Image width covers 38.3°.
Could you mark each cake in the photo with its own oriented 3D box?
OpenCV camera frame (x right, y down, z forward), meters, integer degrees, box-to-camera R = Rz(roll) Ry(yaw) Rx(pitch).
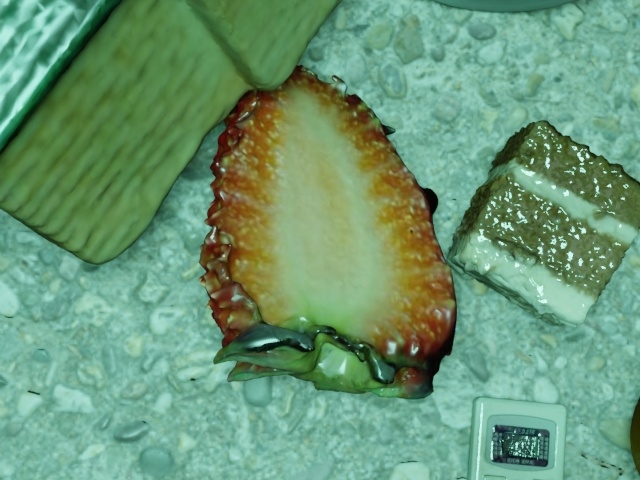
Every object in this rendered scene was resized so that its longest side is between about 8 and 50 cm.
[{"bbox_3d":[0.200,-0.011,0.825,0.135,0.134,0.147,30,90,1],"label":"cake"}]

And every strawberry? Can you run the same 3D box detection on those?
[{"bbox_3d":[0.000,0.000,0.824,0.233,0.138,0.306,13,54,-20],"label":"strawberry"}]

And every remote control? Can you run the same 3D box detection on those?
[{"bbox_3d":[0.174,0.240,0.832,0.087,0.029,0.190,7,81,-3],"label":"remote control"}]

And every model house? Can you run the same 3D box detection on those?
[{"bbox_3d":[-0.210,-0.223,0.674,0.334,0.342,0.382,29,82,24],"label":"model house"}]

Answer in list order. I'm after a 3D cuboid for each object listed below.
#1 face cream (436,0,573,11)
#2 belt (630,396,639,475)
[{"bbox_3d":[0.171,-0.331,0.831,0.201,0.201,0.187,5,81,-3],"label":"face cream"},{"bbox_3d":[0.400,0.148,0.801,0.261,0.105,0.184,-24,68,-14],"label":"belt"}]
